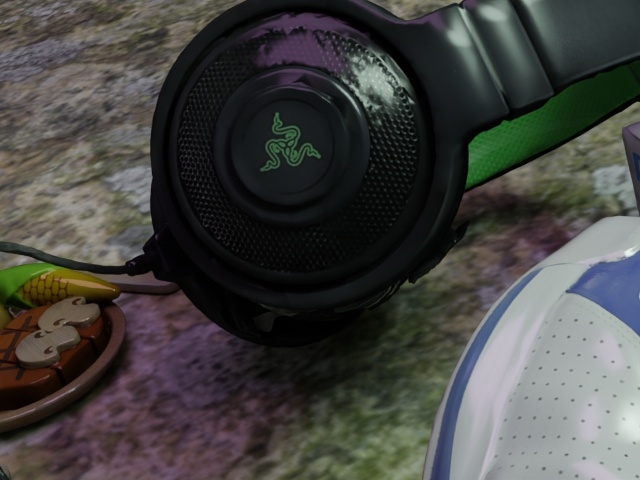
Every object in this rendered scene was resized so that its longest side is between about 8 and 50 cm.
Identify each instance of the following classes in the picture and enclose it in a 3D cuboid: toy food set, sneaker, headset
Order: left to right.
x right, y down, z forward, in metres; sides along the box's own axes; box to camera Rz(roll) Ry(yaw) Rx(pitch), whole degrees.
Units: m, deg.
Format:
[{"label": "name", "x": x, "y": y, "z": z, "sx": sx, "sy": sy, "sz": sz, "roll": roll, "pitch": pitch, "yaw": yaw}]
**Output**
[{"label": "toy food set", "x": -0.167, "y": 0.056, "z": 0.903, "sx": 0.132, "sy": 0.038, "sz": 0.192, "roll": -1, "pitch": 32, "yaw": 29}, {"label": "headset", "x": 0.000, "y": 0.000, "z": 0.775, "sx": 0.394, "sy": 0.185, "sz": 0.243, "roll": -23, "pitch": -6, "yaw": -9}, {"label": "sneaker", "x": 0.102, "y": 0.138, "z": 0.529, "sx": 0.182, "sy": 0.127, "sz": 0.315, "roll": 8, "pitch": 43, "yaw": 33}]

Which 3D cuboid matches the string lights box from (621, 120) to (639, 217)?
[{"label": "string lights box", "x": 0.287, "y": -0.047, "z": 0.788, "sx": 0.260, "sy": 0.076, "sz": 0.133, "roll": -22, "pitch": 27, "yaw": -8}]
